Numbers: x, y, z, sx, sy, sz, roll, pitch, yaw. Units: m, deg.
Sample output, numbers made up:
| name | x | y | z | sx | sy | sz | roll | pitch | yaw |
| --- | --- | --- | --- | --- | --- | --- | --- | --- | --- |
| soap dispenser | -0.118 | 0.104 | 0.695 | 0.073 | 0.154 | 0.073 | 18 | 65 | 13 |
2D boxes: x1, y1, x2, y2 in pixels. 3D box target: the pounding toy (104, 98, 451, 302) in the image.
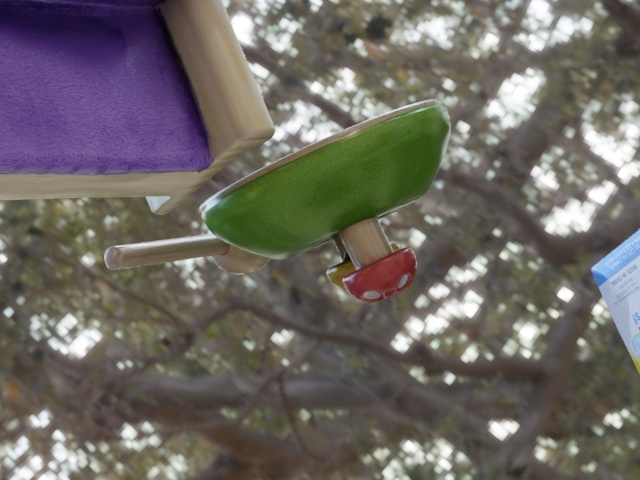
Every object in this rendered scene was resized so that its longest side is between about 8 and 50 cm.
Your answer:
| name | x | y | z | sx | sy | sz | roll | pitch | yaw |
| --- | --- | --- | --- | --- | --- | --- | --- | --- | --- |
| pounding toy | 0.000 | 0.000 | 1.036 | 0.237 | 0.110 | 0.183 | -26 | -3 | 28 |

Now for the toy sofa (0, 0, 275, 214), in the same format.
| name | x | y | z | sx | sy | sz | roll | pitch | yaw |
| --- | --- | --- | --- | --- | --- | --- | --- | --- | --- |
| toy sofa | -0.192 | -0.111 | 0.838 | 0.362 | 0.150 | 0.177 | -3 | -26 | -46 |

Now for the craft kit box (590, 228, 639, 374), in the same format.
| name | x | y | z | sx | sy | sz | roll | pitch | yaw |
| --- | --- | --- | --- | --- | --- | --- | --- | --- | --- |
| craft kit box | 0.325 | 0.070 | 1.063 | 0.061 | 0.246 | 0.250 | -7 | -23 | -30 |
